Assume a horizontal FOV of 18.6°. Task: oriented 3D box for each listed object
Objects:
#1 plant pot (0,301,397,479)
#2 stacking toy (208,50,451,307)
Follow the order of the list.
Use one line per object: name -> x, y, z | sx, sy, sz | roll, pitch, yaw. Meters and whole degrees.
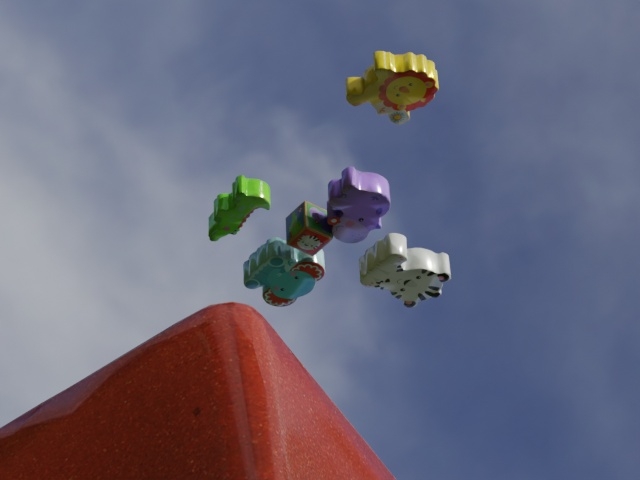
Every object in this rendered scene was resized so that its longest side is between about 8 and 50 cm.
plant pot -> -0.056, 0.235, 0.738 | 0.267, 0.236, 0.267 | -31, -54, 9
stacking toy -> 0.000, 0.000, 1.267 | 0.221, 0.052, 0.167 | -40, -142, 38
